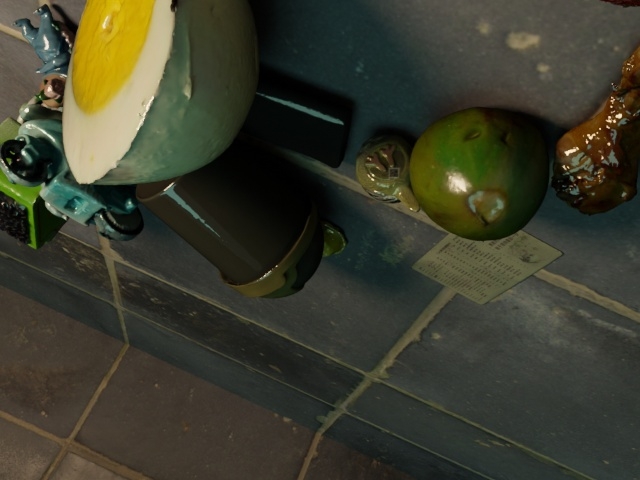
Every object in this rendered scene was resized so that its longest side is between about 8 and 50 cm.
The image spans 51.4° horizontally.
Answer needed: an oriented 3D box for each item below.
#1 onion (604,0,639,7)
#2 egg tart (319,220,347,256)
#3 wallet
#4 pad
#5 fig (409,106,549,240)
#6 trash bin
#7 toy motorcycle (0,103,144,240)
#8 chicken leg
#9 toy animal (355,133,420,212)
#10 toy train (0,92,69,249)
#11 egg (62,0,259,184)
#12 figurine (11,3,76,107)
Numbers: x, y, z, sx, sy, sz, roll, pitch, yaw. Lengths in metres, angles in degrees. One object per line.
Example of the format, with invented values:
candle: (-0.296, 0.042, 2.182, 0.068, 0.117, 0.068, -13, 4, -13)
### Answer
onion: (0.241, -0.262, 0.534, 0.184, 0.147, 0.184, 47, 168, 14)
egg tart: (0.000, 0.000, 1.273, 0.105, 0.039, 0.105, 21, 150, 13)
wallet: (-0.072, -0.195, 1.009, 0.250, 0.044, 0.149, 22, 156, 7)
pad: (0.276, 0.038, 1.151, 0.160, 0.009, 0.265, 27, 151, -5)
fig: (0.206, -0.078, 0.855, 0.181, 0.191, 0.180, 4, 114, 10)
trash bin: (-0.127, -0.037, 1.131, 0.214, 0.214, 0.334, -9, 136, 46)
toy motorcycle: (-0.392, -0.117, 1.101, 0.154, 0.206, 0.260, -33, 128, 29)
chicken leg: (0.342, -0.126, 0.769, 0.108, 0.087, 0.251, 3, 143, -3)
toy animal: (0.109, -0.089, 0.970, 0.137, 0.098, 0.098, 59, 156, 17)
toy train: (-0.529, -0.127, 1.265, 0.174, 0.248, 0.307, 32, 151, -6)
egg: (-0.182, -0.207, 0.846, 0.201, 0.336, 0.337, 11, 162, -35)
figurine: (-0.420, -0.272, 1.060, 0.114, 0.144, 0.178, -9, 126, 32)
